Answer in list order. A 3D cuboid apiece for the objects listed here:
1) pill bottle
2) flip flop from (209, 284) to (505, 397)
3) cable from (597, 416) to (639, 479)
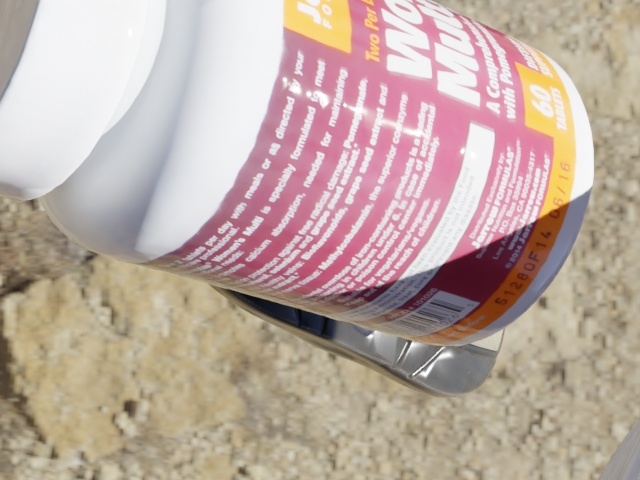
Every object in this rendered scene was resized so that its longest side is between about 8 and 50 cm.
[{"bbox_3d":[-0.022,-0.042,0.535,0.221,0.121,0.121,18,78,-37],"label":"pill bottle"},{"bbox_3d":[0.000,0.000,0.829,0.277,0.080,0.112,34,77,-42],"label":"flip flop"},{"bbox_3d":[0.184,0.091,0.572,0.089,0.257,0.257,31,71,-5],"label":"cable"}]
